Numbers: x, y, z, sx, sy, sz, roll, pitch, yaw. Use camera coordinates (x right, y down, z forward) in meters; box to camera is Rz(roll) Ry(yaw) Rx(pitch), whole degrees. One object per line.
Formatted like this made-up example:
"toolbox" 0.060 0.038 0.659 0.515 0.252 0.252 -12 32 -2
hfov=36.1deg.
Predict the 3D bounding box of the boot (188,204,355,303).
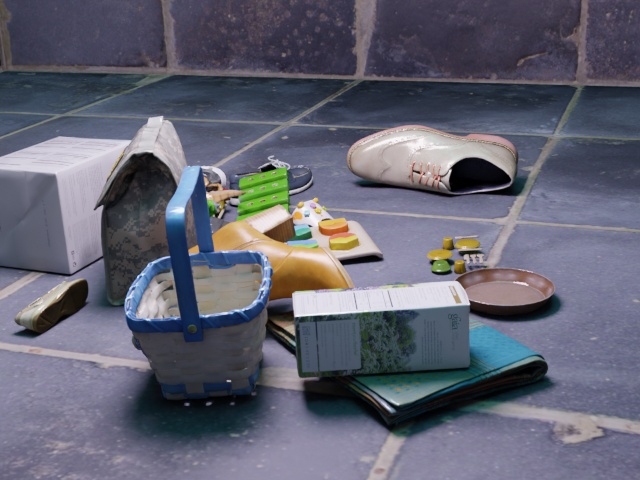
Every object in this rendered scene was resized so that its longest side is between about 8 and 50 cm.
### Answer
"boot" -0.084 0.075 1.540 0.211 0.104 0.295 -32 49 -16

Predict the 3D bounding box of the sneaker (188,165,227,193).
"sneaker" -0.342 -0.136 2.274 0.235 0.078 0.106 4 17 10

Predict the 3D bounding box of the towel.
"towel" 0.116 0.154 1.453 0.272 0.040 0.370 -12 20 -27

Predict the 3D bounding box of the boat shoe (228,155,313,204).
"boat shoe" -0.114 -0.146 2.275 0.255 0.079 0.095 -19 24 -40

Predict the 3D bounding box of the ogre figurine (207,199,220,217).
"ogre figurine" -0.285 -0.040 1.952 0.096 0.197 0.118 52 29 17

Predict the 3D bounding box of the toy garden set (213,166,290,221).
"toy garden set" -0.161 -0.063 2.070 0.204 0.049 0.244 -15 26 5

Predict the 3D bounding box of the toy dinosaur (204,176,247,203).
"toy dinosaur" -0.229 -0.087 2.051 0.212 0.064 0.112 -19 42 18

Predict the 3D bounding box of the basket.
"basket" -0.168 0.060 1.361 0.201 0.288 0.254 -2 18 1

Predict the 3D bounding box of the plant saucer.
"plant saucer" 0.304 0.087 1.636 0.169 0.029 0.168 -2 18 1

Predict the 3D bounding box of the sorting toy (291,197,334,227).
"sorting toy" -0.006 -0.049 2.062 0.083 0.044 0.075 -19 44 -40

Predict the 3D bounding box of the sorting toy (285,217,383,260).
"sorting toy" 0.000 0.000 1.904 0.208 0.038 0.193 -5 19 -10

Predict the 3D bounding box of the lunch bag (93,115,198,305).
"lunch bag" -0.300 -0.059 1.730 0.169 0.286 0.235 -2 20 -1

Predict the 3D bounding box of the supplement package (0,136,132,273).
"supplement package" -0.505 -0.077 1.933 0.198 0.199 0.263 5 20 22

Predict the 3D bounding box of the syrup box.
"syrup box" 0.083 0.121 1.347 0.237 0.093 0.096 -4 18 -2

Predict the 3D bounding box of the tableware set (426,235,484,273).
"tableware set" 0.250 0.028 1.827 0.104 0.024 0.154 -4 20 6

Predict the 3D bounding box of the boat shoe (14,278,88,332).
"boat shoe" -0.441 0.103 1.629 0.048 0.056 0.153 10 29 20

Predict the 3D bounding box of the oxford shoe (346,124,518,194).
"oxford shoe" 0.254 -0.177 2.250 0.397 0.140 0.146 -1 26 9

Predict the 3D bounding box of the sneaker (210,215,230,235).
"sneaker" -0.148 0.031 1.744 0.130 0.109 0.286 7 23 -3
